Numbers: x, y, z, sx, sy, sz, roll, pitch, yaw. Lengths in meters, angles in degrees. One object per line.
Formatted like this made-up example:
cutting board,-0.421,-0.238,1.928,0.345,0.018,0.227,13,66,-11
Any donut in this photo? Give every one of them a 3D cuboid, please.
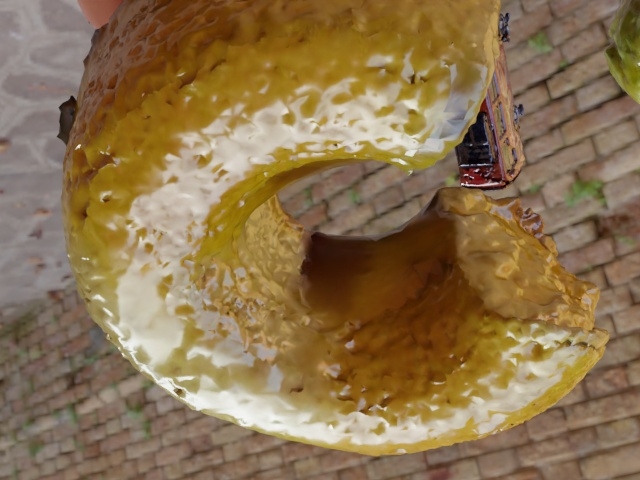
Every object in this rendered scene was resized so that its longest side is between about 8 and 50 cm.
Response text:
donut,0.000,0.000,0.704,0.378,0.163,0.435,-23,121,16

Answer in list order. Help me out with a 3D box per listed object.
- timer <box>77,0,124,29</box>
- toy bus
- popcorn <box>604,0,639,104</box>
timer,-0.093,-0.246,0.816,0.230,0.229,0.215,-27,-161,40
toy bus,0.163,-0.162,1.019,0.074,0.234,0.096,0,-151,30
popcorn,0.386,-0.223,0.940,0.204,0.183,0.221,-41,176,-39
